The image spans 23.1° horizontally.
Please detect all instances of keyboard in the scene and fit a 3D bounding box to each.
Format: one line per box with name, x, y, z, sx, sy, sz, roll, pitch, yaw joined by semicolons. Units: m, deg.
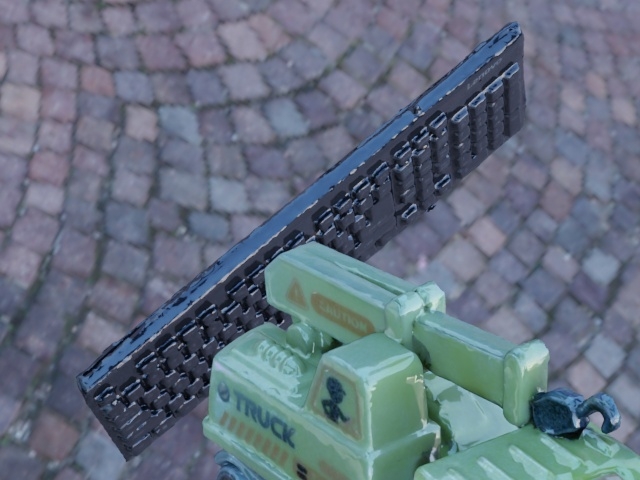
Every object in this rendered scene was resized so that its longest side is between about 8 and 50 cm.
keyboard;0.000;0.000;0.688;0.250;0.087;0.017;-39;63;-14

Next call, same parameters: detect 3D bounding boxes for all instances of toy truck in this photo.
toy truck;0.030;0.066;0.446;0.077;0.100;0.169;-16;30;-27
